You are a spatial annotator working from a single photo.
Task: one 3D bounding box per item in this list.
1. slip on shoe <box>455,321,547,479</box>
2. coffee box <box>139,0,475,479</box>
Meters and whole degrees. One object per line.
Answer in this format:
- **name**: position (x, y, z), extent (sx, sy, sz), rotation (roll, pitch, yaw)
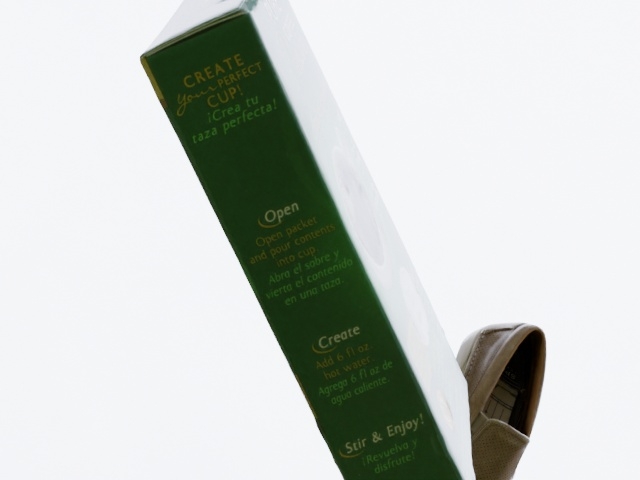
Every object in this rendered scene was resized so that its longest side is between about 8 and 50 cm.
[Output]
- **slip on shoe**: position (0.083, 0.101, 0.904), extent (0.051, 0.135, 0.041), rotation (37, -32, -25)
- **coffee box**: position (0.000, 0.000, 0.625), extent (0.040, 0.113, 0.184), rotation (-23, -74, 10)
